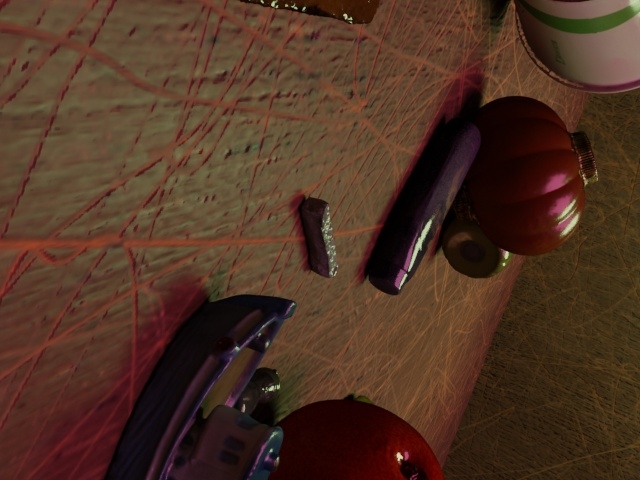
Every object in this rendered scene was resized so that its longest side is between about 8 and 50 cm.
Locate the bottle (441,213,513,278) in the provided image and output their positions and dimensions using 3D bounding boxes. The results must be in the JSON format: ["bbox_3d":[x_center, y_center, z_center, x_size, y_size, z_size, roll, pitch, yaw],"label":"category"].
[{"bbox_3d":[0.292,-0.041,1.411,0.260,0.112,0.112,-45,152,-50],"label":"bottle"}]

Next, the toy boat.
[{"bbox_3d":[-0.071,0.138,0.611,0.215,0.102,0.088,-66,164,-6],"label":"toy boat"}]

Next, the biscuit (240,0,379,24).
[{"bbox_3d":[0.004,-0.205,0.528,0.237,0.026,0.131,-22,130,-65],"label":"biscuit"}]

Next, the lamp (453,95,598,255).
[{"bbox_3d":[0.275,-0.088,1.175,0.223,0.197,0.223,-17,90,-79],"label":"lamp"}]

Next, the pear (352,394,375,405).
[{"bbox_3d":[0.051,0.345,1.184,0.288,0.139,0.239,95,16,-47],"label":"pear"}]

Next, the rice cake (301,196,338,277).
[{"bbox_3d":[0.000,0.000,0.770,0.021,0.022,0.121,-59,161,-23],"label":"rice cake"}]

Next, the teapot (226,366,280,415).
[{"bbox_3d":[-0.065,0.131,0.718,0.042,0.043,0.111,-69,164,6],"label":"teapot"}]

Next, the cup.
[{"bbox_3d":[0.324,-0.326,0.992,0.274,0.253,0.253,13,99,-64],"label":"cup"}]

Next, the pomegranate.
[{"bbox_3d":[0.008,0.278,0.855,0.256,0.221,0.221,-45,170,21],"label":"pomegranate"}]

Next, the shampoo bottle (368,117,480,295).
[{"bbox_3d":[0.128,-0.041,1.044,0.233,0.049,0.087,-60,159,-21],"label":"shampoo bottle"}]
